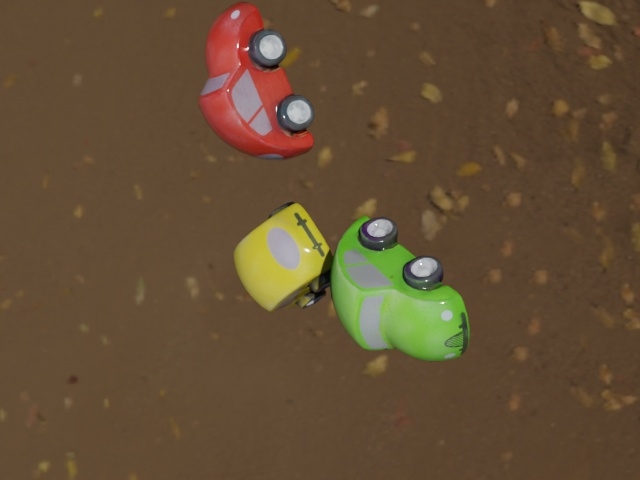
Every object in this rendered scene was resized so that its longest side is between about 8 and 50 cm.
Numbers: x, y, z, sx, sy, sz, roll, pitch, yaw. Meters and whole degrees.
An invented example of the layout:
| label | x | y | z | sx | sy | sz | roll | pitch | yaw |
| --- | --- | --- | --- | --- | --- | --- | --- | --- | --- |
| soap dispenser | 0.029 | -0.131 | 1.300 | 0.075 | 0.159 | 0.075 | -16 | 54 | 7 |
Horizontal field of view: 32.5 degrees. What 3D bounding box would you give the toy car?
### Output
| label | x | y | z | sx | sy | sz | roll | pitch | yaw |
| --- | --- | --- | --- | --- | --- | --- | --- | --- | --- |
| toy car | 0.000 | 0.000 | 0.654 | 0.225 | 0.053 | 0.239 | 42 | 152 | 41 |
